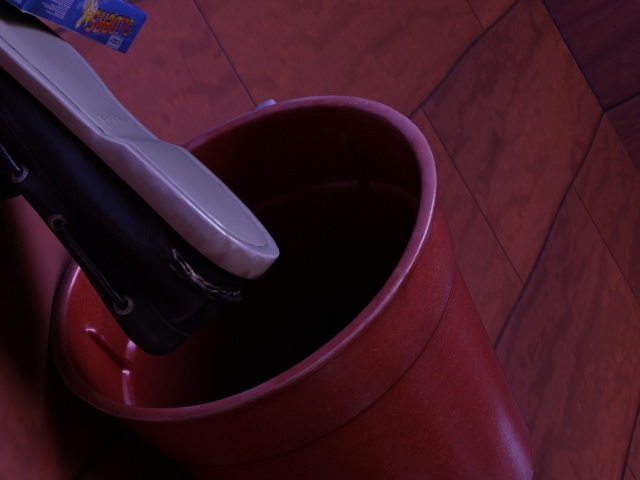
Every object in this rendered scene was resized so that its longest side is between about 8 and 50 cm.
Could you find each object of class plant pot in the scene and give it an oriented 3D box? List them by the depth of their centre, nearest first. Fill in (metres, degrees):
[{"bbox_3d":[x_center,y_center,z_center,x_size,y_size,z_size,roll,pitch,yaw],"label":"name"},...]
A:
[{"bbox_3d":[0.004,0.091,1.262,0.272,0.272,0.265,-94,157,-48],"label":"plant pot"}]

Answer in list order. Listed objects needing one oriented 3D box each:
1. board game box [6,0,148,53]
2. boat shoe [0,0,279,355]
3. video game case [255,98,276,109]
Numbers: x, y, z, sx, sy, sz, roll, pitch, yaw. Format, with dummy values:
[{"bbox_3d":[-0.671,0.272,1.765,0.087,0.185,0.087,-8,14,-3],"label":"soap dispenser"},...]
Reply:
[{"bbox_3d":[-0.206,-0.184,1.249,0.136,0.035,0.201,32,5,12],"label":"board game box"},{"bbox_3d":[-0.177,-0.057,1.175,0.340,0.113,0.127,41,12,17],"label":"boat shoe"},{"bbox_3d":[0.000,0.000,1.679,0.193,0.023,0.212,50,23,-29],"label":"video game case"}]
